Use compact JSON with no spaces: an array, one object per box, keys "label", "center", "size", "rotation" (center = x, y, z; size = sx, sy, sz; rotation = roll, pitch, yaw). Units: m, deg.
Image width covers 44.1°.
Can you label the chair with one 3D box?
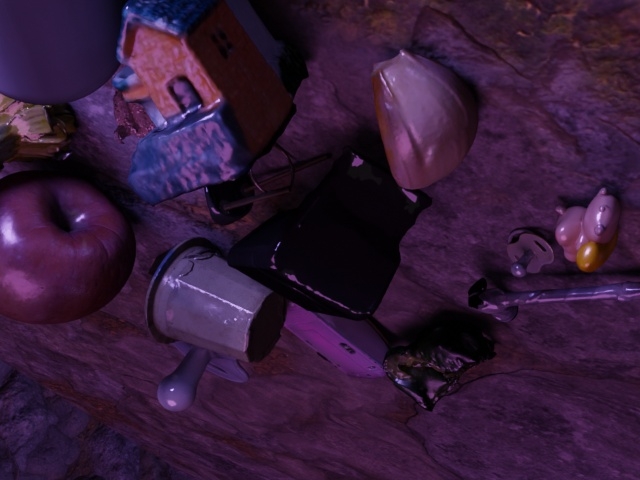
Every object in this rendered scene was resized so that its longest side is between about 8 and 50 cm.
[{"label":"chair","center":[-0.097,-0.097,1.167],"size":[0.221,0.104,0.095],"rotation":[-25,100,48]}]

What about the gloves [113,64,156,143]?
[{"label":"gloves","center":[-0.233,-0.202,1.073],"size":[0.094,0.110,0.144],"rotation":[26,123,9]}]

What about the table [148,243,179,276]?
[{"label":"table","center":[-0.238,0.127,1.615],"size":[0.240,0.111,0.121],"rotation":[34,150,-20]}]

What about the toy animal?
[{"label":"toy animal","center":[0.332,-0.012,1.006],"size":[0.082,0.091,0.114],"rotation":[24,156,28]}]

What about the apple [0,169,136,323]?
[{"label":"apple","center":[-0.488,0.017,1.420],"size":[0.306,0.306,0.235],"rotation":[34,123,-19]}]

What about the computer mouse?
[{"label":"computer mouse","center":[0.017,0.170,1.545],"size":[0.310,0.072,0.158],"rotation":[41,145,-28]}]

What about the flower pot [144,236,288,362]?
[{"label":"flower pot","center":[-0.173,0.120,1.431],"size":[0.202,0.212,0.212],"rotation":[19,152,21]}]

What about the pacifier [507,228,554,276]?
[{"label":"pacifier","center":[0.287,0.023,1.114],"size":[0.068,0.064,0.083],"rotation":[42,150,2]}]

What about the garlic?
[{"label":"garlic","center":[0.120,-0.119,0.943],"size":[0.128,0.115,0.207],"rotation":[9,152,11]}]

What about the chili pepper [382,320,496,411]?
[{"label":"chili pepper","center":[0.222,0.211,1.451],"size":[0.148,0.116,0.264],"rotation":[36,150,0]}]

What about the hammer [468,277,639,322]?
[{"label":"hammer","center":[0.411,0.074,1.118],"size":[0.427,0.044,0.152],"rotation":[-7,162,34]}]

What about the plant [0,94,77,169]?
[{"label":"plant","center":[-0.528,-0.160,1.267],"size":[0.261,0.297,0.306],"rotation":[1,142,-24]}]

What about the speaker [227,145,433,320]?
[{"label":"speaker","center":[0.000,0.000,1.193],"size":[0.180,0.184,0.388],"rotation":[31,170,-13]}]

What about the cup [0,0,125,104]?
[{"label":"cup","center":[-0.323,-0.303,0.860],"size":[0.205,0.205,0.312],"rotation":[19,153,6]}]

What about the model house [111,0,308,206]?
[{"label":"model house","center":[-0.162,-0.223,0.871],"size":[0.184,0.253,0.291],"rotation":[-13,120,29]}]

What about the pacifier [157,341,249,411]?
[{"label":"pacifier","center":[-0.297,0.275,1.782],"size":[0.244,0.233,0.299],"rotation":[17,150,17]}]
